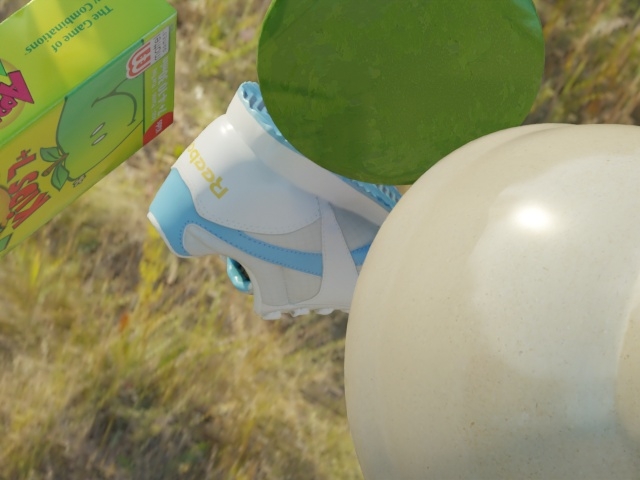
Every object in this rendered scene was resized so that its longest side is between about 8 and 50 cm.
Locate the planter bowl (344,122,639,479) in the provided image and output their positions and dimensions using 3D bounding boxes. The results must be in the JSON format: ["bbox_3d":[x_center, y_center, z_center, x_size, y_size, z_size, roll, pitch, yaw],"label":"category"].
[{"bbox_3d":[0.103,0.039,0.451,0.162,0.109,0.162,3,85,-28],"label":"planter bowl"}]

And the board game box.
[{"bbox_3d":[-0.138,-0.028,0.597,0.181,0.092,0.043,-41,77,-20],"label":"board game box"}]

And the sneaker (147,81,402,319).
[{"bbox_3d":[0.000,0.000,0.825,0.229,0.092,0.087,34,16,-46],"label":"sneaker"}]

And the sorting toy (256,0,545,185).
[{"bbox_3d":[0.026,-0.129,0.698,0.127,0.365,0.126,-17,35,11],"label":"sorting toy"}]
